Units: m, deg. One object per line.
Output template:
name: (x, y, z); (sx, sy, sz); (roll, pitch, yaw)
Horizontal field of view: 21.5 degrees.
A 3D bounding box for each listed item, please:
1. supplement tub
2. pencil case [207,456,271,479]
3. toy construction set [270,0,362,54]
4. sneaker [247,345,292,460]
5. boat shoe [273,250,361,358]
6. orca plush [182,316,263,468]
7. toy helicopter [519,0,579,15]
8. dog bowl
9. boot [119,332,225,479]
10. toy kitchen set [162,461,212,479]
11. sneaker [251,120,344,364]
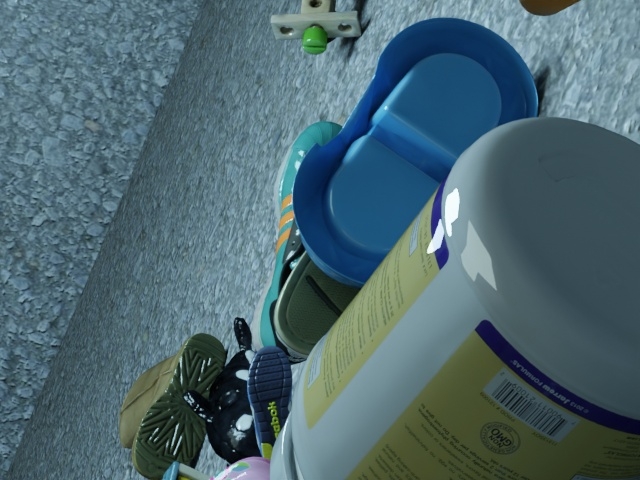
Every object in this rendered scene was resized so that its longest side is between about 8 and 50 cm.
supplement tub: (0.125, 0.101, 1.186); (0.331, 0.241, 0.241); (-54, 21, 41)
pencil case: (-0.071, 0.347, 1.709); (0.124, 0.124, 0.284); (-60, 19, 26)
toy construction set: (-0.044, -0.398, 2.325); (0.257, 0.309, 0.237); (126, 155, -63)
sneaker: (-0.056, 0.193, 1.931); (0.059, 0.053, 0.144); (132, 134, -83)
boat shoe: (0.052, 0.009, 1.712); (0.302, 0.113, 0.103); (-49, 2, -26)
orca plush: (-0.117, 0.188, 2.106); (0.151, 0.102, 0.287); (-58, 19, 33)
toy helicopter: (0.277, -0.331, 1.453); (0.355, 0.140, 0.235); (-33, 41, 60)
dog bowl: (0.087, -0.077, 1.631); (0.297, 0.166, 0.074); (-55, -2, -19)
boot: (-0.235, 0.263, 2.440); (0.236, 0.089, 0.269); (-62, 12, -28)
toy kitchen set: (-0.170, 0.325, 2.068); (0.207, 0.122, 0.166); (-46, 28, 53)
sneaker: (0.000, 0.000, 1.985); (0.121, 0.108, 0.302); (163, 119, -69)
